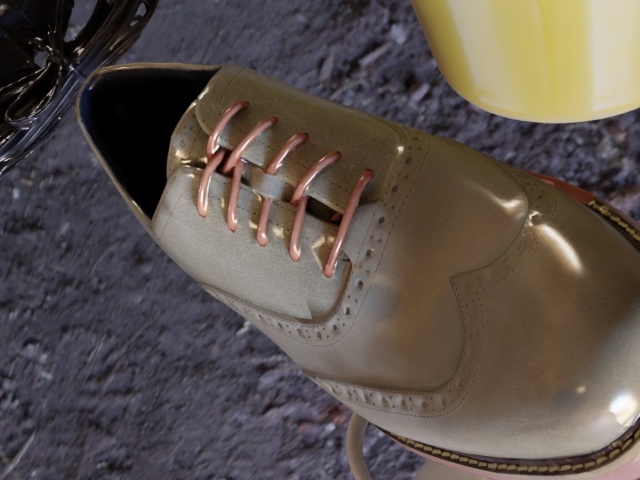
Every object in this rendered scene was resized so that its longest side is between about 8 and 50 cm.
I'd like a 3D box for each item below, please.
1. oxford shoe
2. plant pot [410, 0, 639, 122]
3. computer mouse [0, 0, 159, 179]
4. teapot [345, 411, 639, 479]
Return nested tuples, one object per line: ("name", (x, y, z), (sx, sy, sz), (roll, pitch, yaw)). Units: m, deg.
("oxford shoe", (0.000, 0.000, 0.585), (0.146, 0.397, 0.141), (27, 87, -37))
("plant pot", (0.130, -0.208, 0.696), (0.253, 0.239, 0.254), (-8, 42, 7))
("computer mouse", (-0.252, -0.136, 0.864), (0.272, 0.072, 0.188), (25, 63, 26))
("teapot", (0.177, 0.200, 0.939), (0.256, 0.252, 0.187), (30, 67, -24))
